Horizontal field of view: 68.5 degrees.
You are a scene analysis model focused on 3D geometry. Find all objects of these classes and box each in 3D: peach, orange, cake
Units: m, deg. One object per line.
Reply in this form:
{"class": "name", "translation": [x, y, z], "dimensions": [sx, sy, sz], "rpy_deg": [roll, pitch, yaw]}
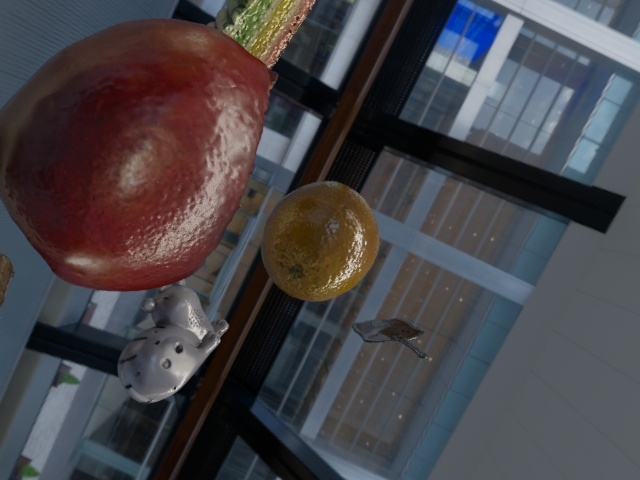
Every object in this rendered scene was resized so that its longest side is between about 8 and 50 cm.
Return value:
{"class": "peach", "translation": [-0.191, -0.106, 0.557], "dimensions": [0.338, 0.281, 0.281], "rpy_deg": [-38, 170, -22]}
{"class": "orange", "translation": [0.000, 0.000, 0.881], "dimensions": [0.236, 0.236, 0.236], "rpy_deg": [-154, -90, -89]}
{"class": "cake", "translation": [-0.112, -0.347, 0.764], "dimensions": [0.225, 0.109, 0.090], "rpy_deg": [-50, -135, 22]}

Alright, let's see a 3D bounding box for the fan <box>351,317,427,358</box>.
{"class": "fan", "translation": [0.147, 0.186, 0.914], "dimensions": [0.220, 0.132, 0.009], "rpy_deg": [-156, -118, -72]}

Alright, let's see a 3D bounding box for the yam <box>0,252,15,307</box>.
{"class": "yam", "translation": [-0.551, 0.121, 0.691], "dimensions": [0.128, 0.130, 0.238], "rpy_deg": [104, -22, -48]}

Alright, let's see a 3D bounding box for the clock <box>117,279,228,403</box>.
{"class": "clock", "translation": [-0.221, 0.137, 0.667], "dimensions": [0.080, 0.117, 0.176], "rpy_deg": [-27, -164, 37]}
